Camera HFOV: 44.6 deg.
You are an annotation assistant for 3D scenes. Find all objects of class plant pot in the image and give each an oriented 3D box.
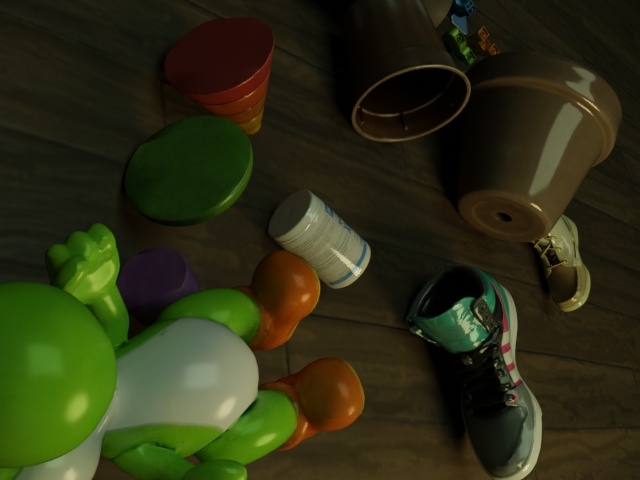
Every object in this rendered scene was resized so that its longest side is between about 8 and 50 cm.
[{"bbox_3d":[0.316,-0.131,1.235,0.263,0.263,0.229,39,64,-32],"label":"plant pot"},{"bbox_3d":[0.106,-0.252,1.099,0.167,0.167,0.165,17,50,-45],"label":"plant pot"}]

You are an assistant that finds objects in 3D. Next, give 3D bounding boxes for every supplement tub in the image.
[{"bbox_3d":[0.000,0.000,0.895,0.107,0.071,0.071,42,43,-30],"label":"supplement tub"}]

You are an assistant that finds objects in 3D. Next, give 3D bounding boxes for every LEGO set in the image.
[{"bbox_3d":[0.235,-0.357,1.372,0.087,0.093,0.227,-45,115,-18],"label":"LEGO set"}]

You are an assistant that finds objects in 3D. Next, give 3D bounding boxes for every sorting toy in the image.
[{"bbox_3d":[-0.110,-0.060,0.797,0.126,0.127,0.365,67,27,-54],"label":"sorting toy"}]

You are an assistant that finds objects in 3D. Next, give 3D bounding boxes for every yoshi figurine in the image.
[{"bbox_3d":[-0.122,0.094,0.542,0.362,0.204,0.202,-7,109,-44],"label":"yoshi figurine"}]

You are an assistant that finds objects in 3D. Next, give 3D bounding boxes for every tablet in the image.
[{"bbox_3d":[0.265,-0.437,1.503,0.054,0.006,0.083,27,52,-40],"label":"tablet"}]

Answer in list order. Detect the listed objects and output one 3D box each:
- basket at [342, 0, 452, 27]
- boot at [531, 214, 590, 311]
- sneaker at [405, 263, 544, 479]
[{"bbox_3d":[0.086,-0.409,1.159,0.227,0.154,0.204,34,49,-40],"label":"basket"},{"bbox_3d":[0.395,0.006,1.366,0.165,0.077,0.213,39,40,-32],"label":"boot"},{"bbox_3d":[0.196,0.149,1.005,0.178,0.124,0.295,36,38,-40],"label":"sneaker"}]
